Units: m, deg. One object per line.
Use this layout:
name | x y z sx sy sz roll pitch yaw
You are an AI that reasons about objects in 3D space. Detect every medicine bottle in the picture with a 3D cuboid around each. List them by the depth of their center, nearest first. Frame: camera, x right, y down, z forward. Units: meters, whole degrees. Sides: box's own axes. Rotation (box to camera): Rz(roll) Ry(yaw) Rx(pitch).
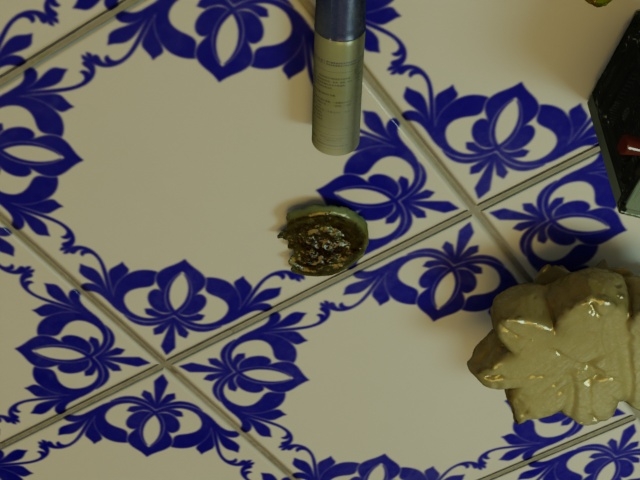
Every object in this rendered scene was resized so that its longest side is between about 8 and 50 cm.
medicine bottle | 0.021 -0.203 1.649 0.059 0.059 0.231 0 133 -3

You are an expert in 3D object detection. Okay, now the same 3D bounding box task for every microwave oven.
microwave oven | 0.395 -0.137 1.628 0.122 0.208 0.162 11 131 -14

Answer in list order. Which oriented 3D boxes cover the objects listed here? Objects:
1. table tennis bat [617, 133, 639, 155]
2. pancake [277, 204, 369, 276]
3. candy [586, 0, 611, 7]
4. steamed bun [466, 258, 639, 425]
table tennis bat | 0.386 -0.089 1.517 0.154 0.019 0.098 9 132 -15
pancake | 0.006 -0.002 1.861 0.116 0.022 0.129 -12 137 8
candy | 0.345 -0.303 1.600 0.123 0.035 0.035 -34 137 14
steamed bun | 0.339 0.122 1.922 0.292 0.137 0.295 18 135 -20
